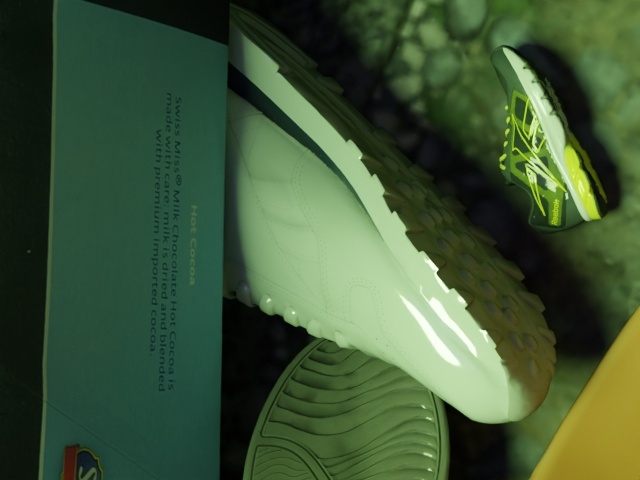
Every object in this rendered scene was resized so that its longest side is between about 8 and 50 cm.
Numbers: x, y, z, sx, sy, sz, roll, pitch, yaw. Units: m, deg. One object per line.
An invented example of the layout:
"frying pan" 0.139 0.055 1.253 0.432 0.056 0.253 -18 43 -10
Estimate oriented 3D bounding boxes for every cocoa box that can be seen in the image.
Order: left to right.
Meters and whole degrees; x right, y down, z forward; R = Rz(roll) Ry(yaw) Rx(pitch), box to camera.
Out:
"cocoa box" -0.184 -0.014 0.744 0.231 0.228 0.347 -1 86 30

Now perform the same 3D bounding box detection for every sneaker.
"sneaker" 0.000 0.000 0.813 0.095 0.090 0.235 -49 64 12
"sneaker" 0.012 0.153 0.807 0.083 0.118 0.222 1 59 5
"sneaker" 0.086 -0.041 0.809 0.035 0.031 0.083 -28 79 17

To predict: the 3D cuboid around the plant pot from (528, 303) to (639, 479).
"plant pot" 0.207 0.085 0.650 0.203 0.291 0.291 34 99 0
